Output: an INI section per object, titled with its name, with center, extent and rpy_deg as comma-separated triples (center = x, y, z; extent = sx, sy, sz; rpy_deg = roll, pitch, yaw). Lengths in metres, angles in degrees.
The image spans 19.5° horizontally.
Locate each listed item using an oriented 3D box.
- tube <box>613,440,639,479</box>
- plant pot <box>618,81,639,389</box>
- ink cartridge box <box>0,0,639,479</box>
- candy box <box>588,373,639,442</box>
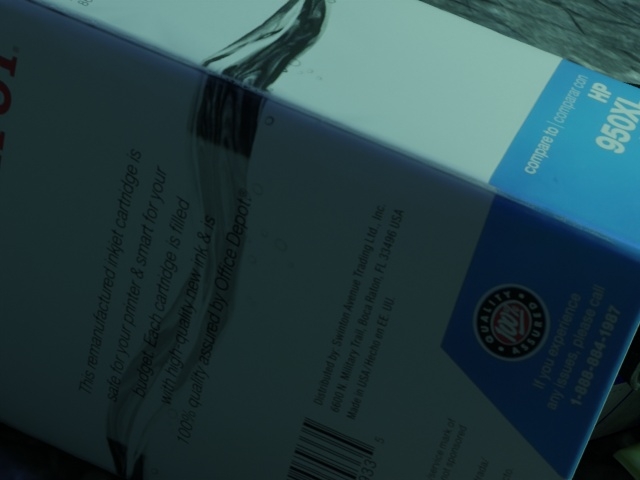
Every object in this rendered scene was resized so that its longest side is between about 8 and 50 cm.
[tube]
center = 0.323, 0.165, 1.494
extent = 0.070, 0.062, 0.240
rpy_deg = 8, 20, 36
[plant pot]
center = 0.260, -0.018, 1.325
extent = 0.188, 0.187, 0.167
rpy_deg = 2, 29, -43
[ink cartridge box]
center = -0.022, 0.005, 1.036
extent = 0.395, 0.285, 0.166
rpy_deg = 23, 37, 9
[candy box]
center = 0.149, 0.028, 1.434
extent = 0.317, 0.122, 0.268
rpy_deg = -6, 52, -50
